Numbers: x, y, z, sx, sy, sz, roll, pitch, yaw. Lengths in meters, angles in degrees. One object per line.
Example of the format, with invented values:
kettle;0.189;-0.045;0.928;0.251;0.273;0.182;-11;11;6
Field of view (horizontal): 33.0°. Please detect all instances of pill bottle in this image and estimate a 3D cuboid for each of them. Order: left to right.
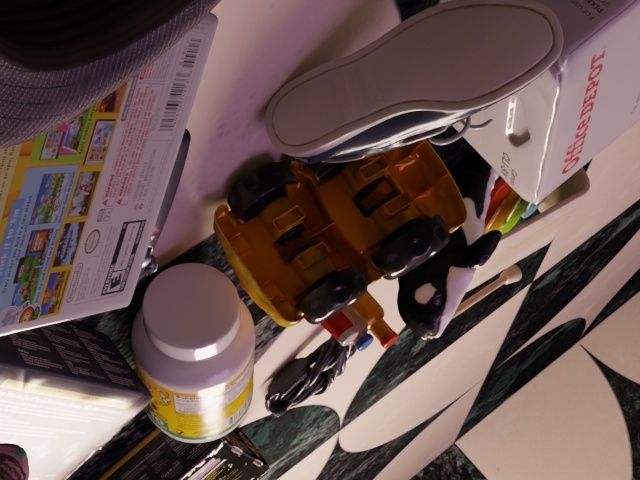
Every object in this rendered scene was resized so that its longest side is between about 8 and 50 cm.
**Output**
pill bottle;-0.122;0.109;1.049;0.118;0.117;0.208;-34;158;-21

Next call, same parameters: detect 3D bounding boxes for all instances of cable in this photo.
cable;0.003;0.182;1.522;0.184;0.047;0.150;-45;160;5

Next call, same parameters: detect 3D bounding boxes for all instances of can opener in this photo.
can opener;-0.143;-0.019;0.840;0.073;0.059;0.186;-15;147;-50

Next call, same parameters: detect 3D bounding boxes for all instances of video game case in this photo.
video game case;-0.162;-0.047;0.686;0.206;0.026;0.226;-11;125;-61

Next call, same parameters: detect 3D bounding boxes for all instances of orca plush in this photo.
orca plush;0.146;-0.030;1.288;0.287;0.102;0.151;-61;-161;-7

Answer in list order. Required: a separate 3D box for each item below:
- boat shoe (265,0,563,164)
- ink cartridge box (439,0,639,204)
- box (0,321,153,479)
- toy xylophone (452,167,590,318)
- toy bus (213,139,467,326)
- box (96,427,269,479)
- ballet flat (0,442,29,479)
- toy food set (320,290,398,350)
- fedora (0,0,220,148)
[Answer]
boat shoe;0.080;-0.123;0.892;0.255;0.095;0.079;-24;163;19
ink cartridge box;0.300;-0.252;1.036;0.385;0.160;0.279;-39;158;-11
box;-0.341;0.178;0.823;0.318;0.097;0.395;-42;159;4
toy xylophone;0.255;-0.006;1.555;0.323;0.081;0.236;-20;150;-45
toy bus;0.000;0.000;1.055;0.220;0.149;0.211;-31;173;-23
box;-0.232;0.357;1.403;0.322;0.079;0.257;-41;157;-4
ballet flat;-0.291;0.235;0.804;0.221;0.077;0.079;-47;179;6
toy food set;0.042;0.054;1.253;0.111;0.104;0.232;-33;158;-24
fedora;-0.111;-0.186;0.472;0.275;0.124;0.243;-47;163;-13
